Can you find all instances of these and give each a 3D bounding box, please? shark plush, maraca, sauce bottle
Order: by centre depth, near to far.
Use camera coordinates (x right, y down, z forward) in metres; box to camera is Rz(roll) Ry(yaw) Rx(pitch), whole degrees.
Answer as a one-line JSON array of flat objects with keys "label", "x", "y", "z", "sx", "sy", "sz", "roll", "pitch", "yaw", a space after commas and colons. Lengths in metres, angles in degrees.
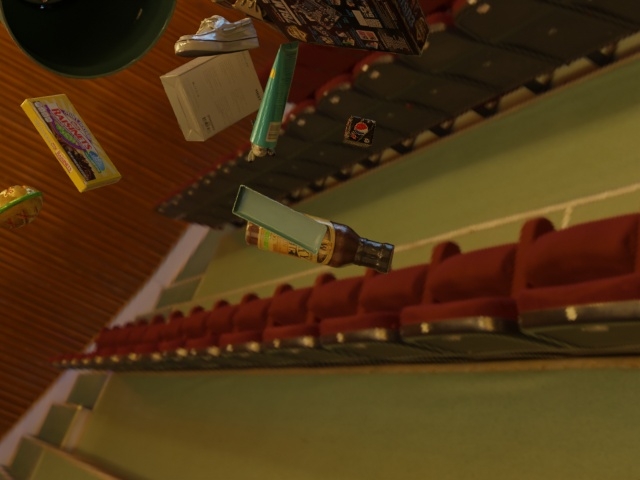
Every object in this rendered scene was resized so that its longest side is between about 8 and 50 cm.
[{"label": "sauce bottle", "x": 0.000, "y": 0.000, "z": 1.978, "sx": 0.111, "sy": 0.344, "sz": 0.112, "roll": 13, "pitch": -90, "yaw": -82}, {"label": "maraca", "x": -0.772, "y": -0.073, "z": 2.105, "sx": 0.185, "sy": 0.099, "sz": 0.127, "roll": -29, "pitch": -2, "yaw": 5}, {"label": "shark plush", "x": -0.155, "y": -0.270, "z": 2.207, "sx": 0.073, "sy": 0.067, "sz": 0.161, "roll": -9, "pitch": 40, "yaw": 9}]

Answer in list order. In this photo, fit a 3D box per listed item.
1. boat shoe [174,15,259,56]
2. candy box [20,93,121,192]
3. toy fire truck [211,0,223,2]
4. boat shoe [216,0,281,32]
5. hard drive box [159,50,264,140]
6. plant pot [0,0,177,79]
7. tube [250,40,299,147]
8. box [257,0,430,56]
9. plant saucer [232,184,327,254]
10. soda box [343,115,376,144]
[{"label": "boat shoe", "x": -0.242, "y": -0.481, "z": 1.982, "sx": 0.096, "sy": 0.267, "sz": 0.088, "roll": -2, "pitch": 103, "yaw": 40}, {"label": "candy box", "x": -0.477, "y": -0.190, "z": 1.633, "sx": 0.027, "sy": 0.206, "sz": 0.105, "roll": -38, "pitch": -5, "yaw": 29}, {"label": "toy fire truck", "x": -0.322, "y": -0.621, "z": 1.832, "sx": 0.217, "sy": 0.246, "sz": 0.159, "roll": -44, "pitch": -18, "yaw": -39}, {"label": "boat shoe", "x": -0.160, "y": -0.628, "z": 2.189, "sx": 0.120, "sy": 0.323, "sz": 0.123, "roll": 40, "pitch": 110, "yaw": 56}, {"label": "hard drive box", "x": -0.271, "y": -0.386, "z": 2.190, "sx": 0.089, "sy": 0.181, "sz": 0.232, "roll": 8, "pitch": 35, "yaw": 47}, {"label": "plant pot", "x": -0.398, "y": -0.428, "z": 1.338, "sx": 0.196, "sy": 0.293, "sz": 0.293, "roll": 38, "pitch": 102, "yaw": 39}, {"label": "tube", "x": -0.085, "y": -0.281, "z": 1.632, "sx": 0.080, "sy": 0.052, "sz": 0.207, "roll": -47, "pitch": -22, "yaw": -64}, {"label": "box", "x": 0.018, "y": -0.443, "z": 1.518, "sx": 0.293, "sy": 0.295, "sz": 0.073, "roll": 14, "pitch": 77, "yaw": 27}, {"label": "plant saucer", "x": -0.078, "y": -0.042, "z": 1.648, "sx": 0.018, "sy": 0.192, "sz": 0.067, "roll": -47, "pitch": -19, "yaw": -60}, {"label": "soda box", "x": 0.085, "y": -0.239, "z": 1.876, "sx": 0.169, "sy": 0.060, "sz": 0.053, "roll": -103, "pitch": 25, "yaw": -86}]
